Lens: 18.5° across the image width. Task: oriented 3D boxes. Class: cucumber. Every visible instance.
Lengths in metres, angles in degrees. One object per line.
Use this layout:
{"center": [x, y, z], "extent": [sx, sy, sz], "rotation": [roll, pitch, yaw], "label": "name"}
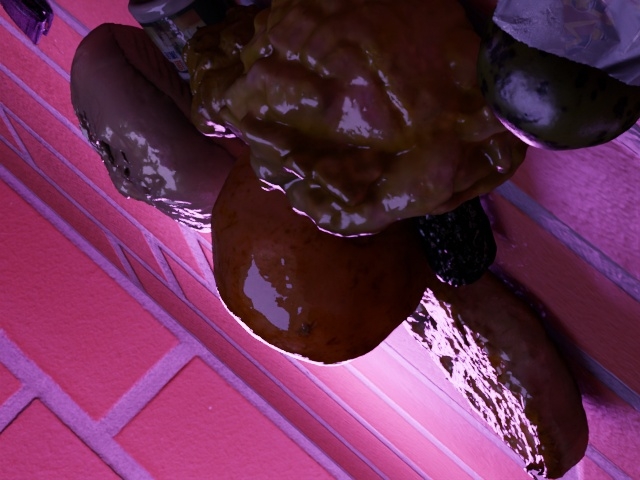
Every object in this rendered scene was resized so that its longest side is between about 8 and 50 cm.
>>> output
{"center": [0.098, -0.063, 1.802], "extent": [0.072, 0.072, 0.300], "rotation": [36, 165, 36], "label": "cucumber"}

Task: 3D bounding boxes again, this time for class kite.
{"center": [0.223, -0.123, 1.196], "extent": [0.245, 0.015, 0.141], "rotation": [38, 130, 8], "label": "kite"}

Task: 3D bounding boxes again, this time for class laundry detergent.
{"center": [-0.099, -0.182, 2.043], "extent": [0.099, 0.070, 0.225], "rotation": [-19, 124, 31], "label": "laundry detergent"}

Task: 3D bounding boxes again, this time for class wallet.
{"center": [-0.421, -0.330, 2.723], "extent": [0.111, 0.030, 0.166], "rotation": [45, 168, -3], "label": "wallet"}

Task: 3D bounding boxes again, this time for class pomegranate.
{"center": [0.171, -0.127, 1.288], "extent": [0.122, 0.122, 0.161], "rotation": [44, 143, 5], "label": "pomegranate"}
{"center": [0.000, 0.000, 1.955], "extent": [0.248, 0.248, 0.248], "rotation": [43, 168, 12], "label": "pomegranate"}

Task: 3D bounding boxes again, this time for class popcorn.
{"center": [0.042, -0.106, 1.555], "extent": [0.259, 0.212, 0.259], "rotation": [49, 174, 7], "label": "popcorn"}

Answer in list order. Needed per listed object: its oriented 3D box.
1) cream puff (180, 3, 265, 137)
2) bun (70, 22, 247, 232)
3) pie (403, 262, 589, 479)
{"center": [-0.074, -0.174, 1.890], "extent": [0.116, 0.146, 0.146], "rotation": [60, 171, 11], "label": "cream puff"}
{"center": [-0.170, -0.115, 2.172], "extent": [0.287, 0.146, 0.287], "rotation": [40, -166, -13], "label": "bun"}
{"center": [0.177, 0.118, 2.111], "extent": [0.315, 0.092, 0.315], "rotation": [48, 170, 12], "label": "pie"}
